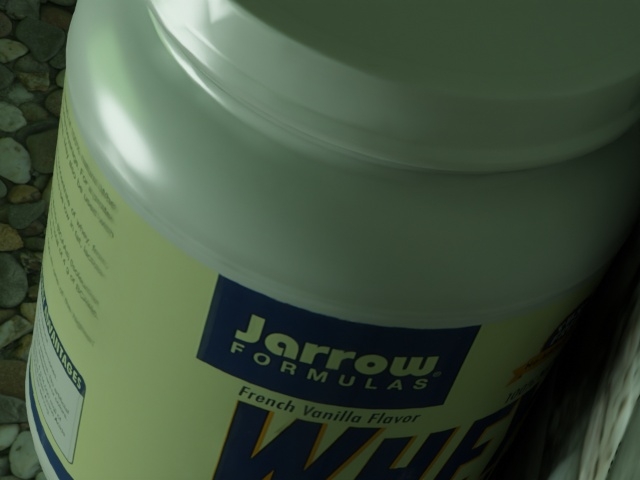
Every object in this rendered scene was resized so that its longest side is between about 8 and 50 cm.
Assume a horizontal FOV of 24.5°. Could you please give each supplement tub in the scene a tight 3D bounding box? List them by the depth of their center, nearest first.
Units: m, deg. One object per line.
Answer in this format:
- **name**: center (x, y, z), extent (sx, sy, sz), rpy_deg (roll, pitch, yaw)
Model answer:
- **supplement tub**: center (0.002, -0.012, 0.627), extent (0.324, 0.235, 0.235), rpy_deg (108, 180, -46)
